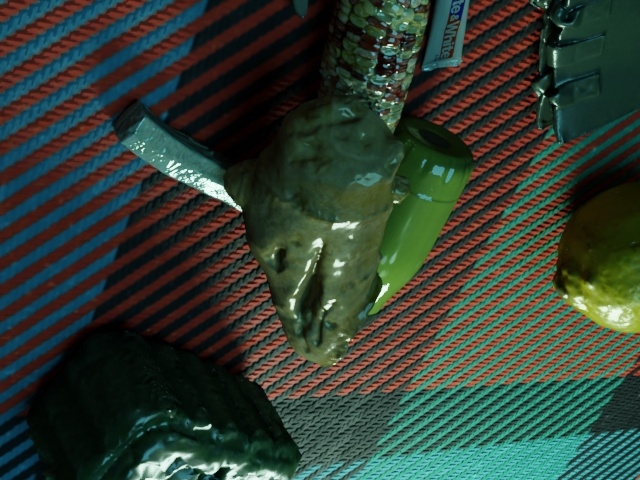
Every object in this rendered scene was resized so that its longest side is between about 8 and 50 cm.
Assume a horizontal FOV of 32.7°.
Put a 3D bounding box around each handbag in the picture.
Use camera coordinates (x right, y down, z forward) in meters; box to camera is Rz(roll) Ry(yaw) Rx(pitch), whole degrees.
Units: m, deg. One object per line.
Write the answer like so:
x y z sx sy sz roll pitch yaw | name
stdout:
0.365 -0.259 1.286 0.260 0.079 0.247 -24 136 -16 | handbag

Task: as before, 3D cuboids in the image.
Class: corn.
0.042 -0.161 1.124 0.098 0.098 0.290 -10 135 -29 | corn

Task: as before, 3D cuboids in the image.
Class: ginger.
0.000 0.000 1.133 0.190 0.126 0.354 2 132 8 | ginger

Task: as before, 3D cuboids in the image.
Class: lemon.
0.434 0.021 1.487 0.260 0.204 0.204 -22 136 -15 | lemon

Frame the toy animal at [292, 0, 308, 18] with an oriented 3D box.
0.008 -0.297 0.979 0.155 0.095 0.219 -26 138 -8 | toy animal

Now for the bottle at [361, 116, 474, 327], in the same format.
0.077 -0.010 1.268 0.112 0.112 0.260 3 124 -38 | bottle

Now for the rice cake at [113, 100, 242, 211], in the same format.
-0.113 -0.072 1.128 0.045 0.042 0.245 -48 139 13 | rice cake

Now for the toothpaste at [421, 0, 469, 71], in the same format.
0.143 -0.272 1.149 0.052 0.033 0.218 -14 137 -19 | toothpaste

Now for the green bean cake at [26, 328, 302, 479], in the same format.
-0.215 0.283 1.274 0.308 0.169 0.300 -48 138 12 | green bean cake
